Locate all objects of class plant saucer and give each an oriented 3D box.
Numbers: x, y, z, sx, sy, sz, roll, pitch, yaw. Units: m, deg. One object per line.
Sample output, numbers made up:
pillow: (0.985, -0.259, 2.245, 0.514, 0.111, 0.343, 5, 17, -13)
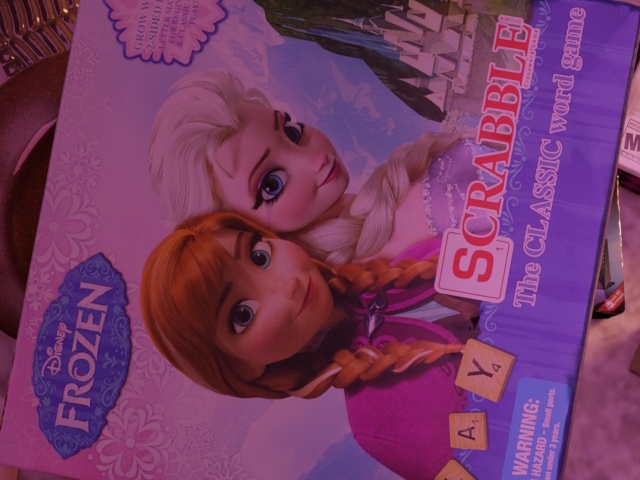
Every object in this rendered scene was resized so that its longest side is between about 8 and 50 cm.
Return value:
plant saucer: (-0.130, -0.019, 1.210, 0.198, 0.036, 0.199, -7, 106, -25)

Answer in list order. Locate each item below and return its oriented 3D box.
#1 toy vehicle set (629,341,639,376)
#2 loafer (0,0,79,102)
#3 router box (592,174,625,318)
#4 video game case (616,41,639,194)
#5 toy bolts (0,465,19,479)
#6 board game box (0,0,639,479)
toy vehicle set: (0.304, 0.087, 1.184, 0.166, 0.267, 0.035, 27, 78, -4)
loafer: (-0.261, -0.086, 1.217, 0.268, 0.092, 0.102, -19, 82, -14)
router box: (0.136, 0.005, 1.289, 0.122, 0.038, 0.092, -1, 80, -9)
video game case: (0.321, -0.095, 1.332, 0.232, 0.042, 0.210, 25, 78, -4)
toy bolts: (-0.207, 0.220, 1.118, 0.158, 0.218, 0.228, -37, 95, 1)
board game box: (0.000, 0.000, 1.117, 0.318, 0.066, 0.319, 9, 88, 8)
